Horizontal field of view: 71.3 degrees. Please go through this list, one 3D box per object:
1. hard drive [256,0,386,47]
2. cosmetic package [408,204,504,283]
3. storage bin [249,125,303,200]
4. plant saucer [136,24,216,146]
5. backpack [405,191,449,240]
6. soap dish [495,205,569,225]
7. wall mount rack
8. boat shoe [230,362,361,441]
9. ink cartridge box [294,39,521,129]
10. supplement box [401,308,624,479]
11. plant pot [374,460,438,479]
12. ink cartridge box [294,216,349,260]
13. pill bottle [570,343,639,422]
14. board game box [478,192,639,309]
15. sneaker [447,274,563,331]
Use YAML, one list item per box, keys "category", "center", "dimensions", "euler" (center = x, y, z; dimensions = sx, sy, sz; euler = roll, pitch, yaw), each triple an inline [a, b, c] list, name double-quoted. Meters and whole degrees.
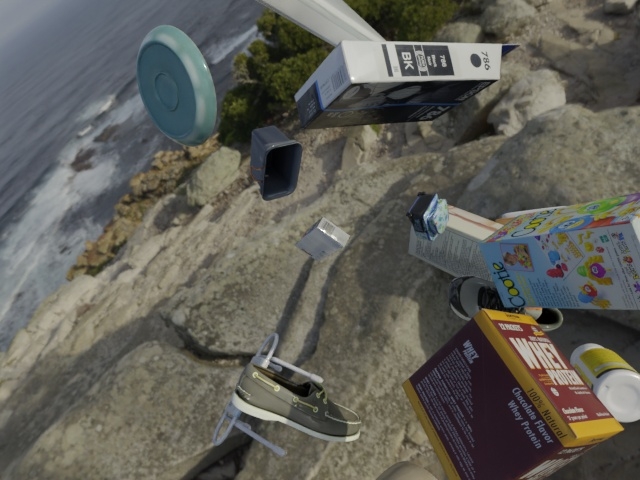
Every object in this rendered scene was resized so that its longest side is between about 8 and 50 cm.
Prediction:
- category: "hard drive"
  center: [-0.051, -0.371, 0.643]
  dimensions: [0.047, 0.352, 0.233]
  euler: [-49, 63, 27]
- category: "cosmetic package"
  center: [0.412, 0.012, 1.277]
  dimensions: [0.129, 0.153, 0.296]
  euler: [-24, 39, -35]
- category: "storage bin"
  center: [-0.106, -0.163, 0.918]
  dimensions: [0.098, 0.135, 0.091]
  euler: [-20, 53, -28]
- category: "plant saucer"
  center: [-0.403, -0.406, 1.207]
  dimensions: [0.317, 0.318, 0.043]
  euler: [5, 27, 39]
- category: "backpack"
  center: [0.292, -0.057, 1.192]
  dimensions: [0.084, 0.114, 0.105]
  euler: [14, 56, 34]
- category: "soap dish"
  center: [0.706, 0.019, 1.405]
  dimensions: [0.228, 0.291, 0.118]
  euler: [-6, 56, 37]
- category: "wall mount rack"
  center: [-0.154, 0.447, 1.274]
  dimensions: [0.350, 0.130, 0.304]
  euler: [-61, 18, -21]
- category: "boat shoe"
  center: [-0.039, 0.355, 0.981]
  dimensions: [0.109, 0.304, 0.091]
  euler: [-154, 86, -78]
- category: "ink cartridge box"
  center: [0.142, -0.237, 0.688]
  dimensions: [0.332, 0.065, 0.165]
  euler: [-13, -3, -25]
- category: "supplement box"
  center: [0.257, 0.235, 0.638]
  dimensions: [0.194, 0.128, 0.191]
  euler: [-55, 41, 29]
- category: "plant pot"
  center: [0.165, 0.661, 0.964]
  dimensions: [0.190, 0.285, 0.284]
  euler: [-10, 27, -31]
- category: "ink cartridge box"
  center: [0.000, 0.000, 0.842]
  dimensions: [0.029, 0.062, 0.115]
  euler: [-60, 13, -27]
- category: "pill bottle"
  center: [0.684, 0.329, 1.070]
  dimensions: [0.119, 0.119, 0.208]
  euler: [-23, 2, 15]
- category: "board game box"
  center: [0.444, 0.023, 0.768]
  dimensions: [0.142, 0.145, 0.275]
  euler: [-29, 8, -28]
- category: "sneaker"
  center: [0.393, 0.134, 0.953]
  dimensions: [0.108, 0.271, 0.101]
  euler: [148, 136, -66]
